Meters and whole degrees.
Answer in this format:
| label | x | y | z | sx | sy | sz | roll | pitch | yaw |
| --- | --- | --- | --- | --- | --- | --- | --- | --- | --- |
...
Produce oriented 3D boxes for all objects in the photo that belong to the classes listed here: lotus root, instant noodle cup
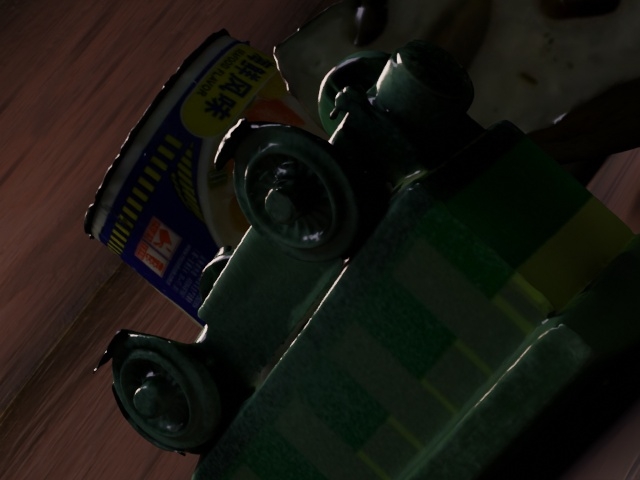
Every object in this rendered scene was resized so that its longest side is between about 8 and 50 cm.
| label | x | y | z | sx | sy | sz | roll | pitch | yaw |
| --- | --- | --- | --- | --- | --- | --- | --- | --- | --- |
| lotus root | 0.144 | -0.113 | 0.793 | 0.267 | 0.149 | 0.260 | -34 | -13 | 12 |
| instant noodle cup | 0.000 | 0.000 | 1.050 | 0.284 | 0.312 | 0.284 | -56 | -1 | -2 |

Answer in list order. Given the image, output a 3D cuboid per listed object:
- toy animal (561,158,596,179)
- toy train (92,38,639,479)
| label | x | y | z | sx | sy | sz | roll | pitch | yaw |
| --- | --- | --- | --- | --- | --- | --- | --- | --- | --- |
| toy animal | 0.160 | -0.042 | 1.243 | 0.127 | 0.125 | 0.251 | -14 | -38 | -41 |
| toy train | 0.021 | 0.047 | 0.661 | 0.120 | 0.202 | 0.301 | -35 | -15 | -48 |
